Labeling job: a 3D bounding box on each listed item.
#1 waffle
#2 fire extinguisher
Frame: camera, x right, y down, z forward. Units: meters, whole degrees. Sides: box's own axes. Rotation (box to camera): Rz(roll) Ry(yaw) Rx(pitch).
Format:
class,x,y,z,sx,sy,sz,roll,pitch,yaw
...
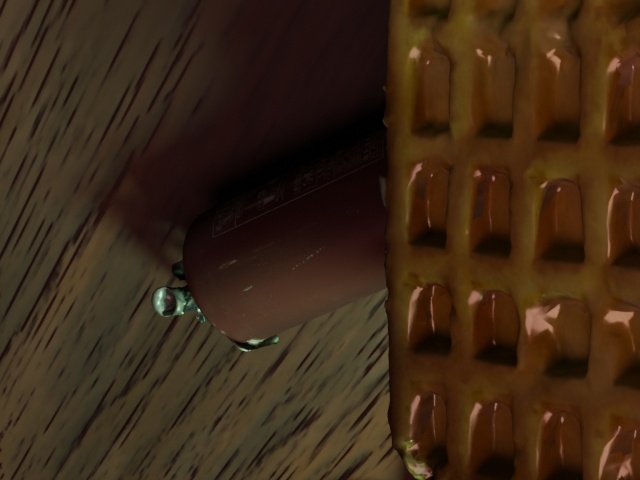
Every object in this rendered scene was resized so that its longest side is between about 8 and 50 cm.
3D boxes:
class,x,y,z,sx,sy,sz,roll,pitch,yaw
waffle,0.132,-0.019,0.868,0.224,0.098,0.328,7,101,47
fire extinguisher,0.000,0.000,1.080,0.269,0.105,0.105,-25,124,32
